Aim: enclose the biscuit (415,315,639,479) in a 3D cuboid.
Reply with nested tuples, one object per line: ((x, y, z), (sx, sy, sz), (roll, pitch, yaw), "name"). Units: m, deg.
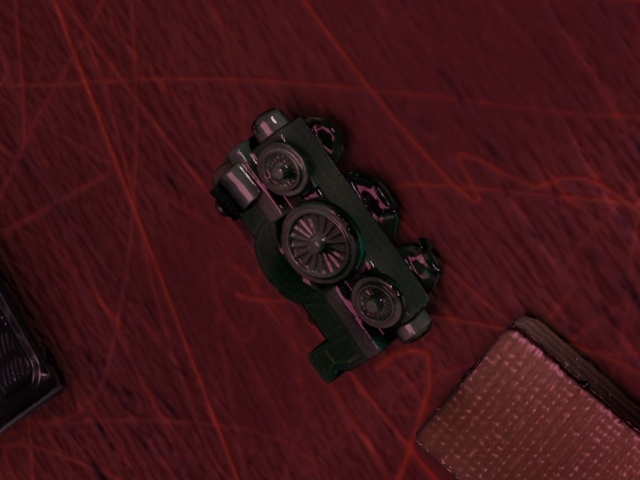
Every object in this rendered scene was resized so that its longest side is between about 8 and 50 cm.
((0.170, 0.151, 1.243), (0.199, 0.040, 0.121), (42, 121, 9), "biscuit")

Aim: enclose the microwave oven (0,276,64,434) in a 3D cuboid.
((-0.301, 0.058, 1.356), (0.122, 0.162, 0.208), (-26, 95, 29), "microwave oven")

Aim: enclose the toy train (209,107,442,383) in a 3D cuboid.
((0.000, 0.000, 1.257), (0.104, 0.071, 0.178), (-35, 91, 40), "toy train")
